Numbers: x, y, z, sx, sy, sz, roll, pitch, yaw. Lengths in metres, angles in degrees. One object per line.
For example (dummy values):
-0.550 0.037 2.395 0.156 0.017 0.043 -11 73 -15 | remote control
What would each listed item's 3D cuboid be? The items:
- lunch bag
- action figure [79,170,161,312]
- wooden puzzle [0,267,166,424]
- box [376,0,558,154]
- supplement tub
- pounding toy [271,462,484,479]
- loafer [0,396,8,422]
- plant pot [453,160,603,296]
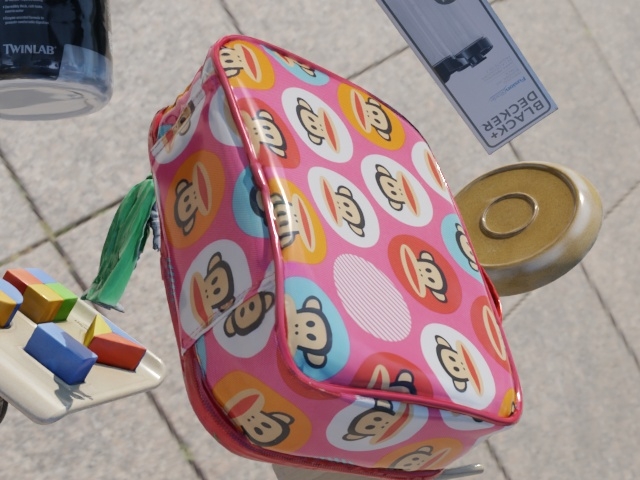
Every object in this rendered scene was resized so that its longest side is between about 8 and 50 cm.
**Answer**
0.022 0.014 0.743 0.258 0.120 0.293 17 44 -37 | lunch bag
-0.275 -0.009 1.605 0.063 0.137 0.232 29 77 -34 | action figure
-0.430 0.138 1.693 0.322 0.081 0.348 35 15 14 | wooden puzzle
0.114 -0.242 1.097 0.290 0.087 0.169 47 14 -31 | box
-0.381 -0.341 1.426 0.207 0.207 0.338 4 79 -41 | supplement tub
0.057 0.208 0.997 0.100 0.130 0.141 64 24 6 | pounding toy
-0.575 0.256 1.844 0.080 0.220 0.078 35 25 13 | loafer
0.253 -0.026 1.431 0.032 0.236 0.236 58 38 -40 | plant pot
